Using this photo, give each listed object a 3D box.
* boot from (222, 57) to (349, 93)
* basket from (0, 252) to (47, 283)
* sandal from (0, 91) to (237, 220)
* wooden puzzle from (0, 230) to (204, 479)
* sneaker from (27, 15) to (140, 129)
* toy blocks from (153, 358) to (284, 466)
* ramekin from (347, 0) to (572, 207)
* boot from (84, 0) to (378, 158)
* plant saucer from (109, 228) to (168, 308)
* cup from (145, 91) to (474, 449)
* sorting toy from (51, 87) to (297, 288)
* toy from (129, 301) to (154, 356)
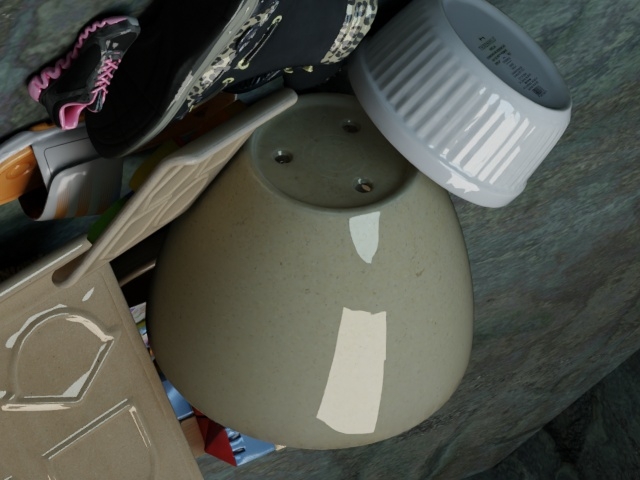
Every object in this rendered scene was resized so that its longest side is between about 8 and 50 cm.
[{"bbox_3d":[-0.033,-0.159,1.759,0.121,0.045,0.099,-33,163,2],"label":"boot"},{"bbox_3d":[-0.364,0.186,1.954,0.299,0.213,0.223,-21,162,-21],"label":"basket"},{"bbox_3d":[-0.182,-0.070,1.728,0.265,0.076,0.102,-21,161,-19],"label":"sandal"},{"bbox_3d":[-0.297,0.201,1.881,0.322,0.348,0.080,-33,-149,-25],"label":"wooden puzzle"},{"bbox_3d":[-0.183,-0.133,1.581,0.119,0.057,0.047,-39,158,29],"label":"sneaker"},{"bbox_3d":[-0.108,0.173,2.276,0.261,0.191,0.381,-22,-168,-21],"label":"toy blocks"},{"bbox_3d":[0.137,-0.141,1.814,0.109,0.207,0.207,-47,156,25],"label":"ramekin"},{"bbox_3d":[-0.074,-0.149,1.641,0.178,0.085,0.236,-3,147,-46],"label":"boot"},{"bbox_3d":[-0.165,0.048,2.156,0.278,0.041,0.278,-26,162,-9],"label":"plant saucer"},{"bbox_3d":[0.000,0.000,1.881,0.331,0.331,0.237,-20,142,-24],"label":"cup"},{"bbox_3d":[-0.132,-0.052,1.715,0.208,0.038,0.193,-42,177,36],"label":"sorting toy"},{"bbox_3d":[-0.163,0.101,2.150,0.237,0.056,0.137,-13,159,-40],"label":"toy"}]
